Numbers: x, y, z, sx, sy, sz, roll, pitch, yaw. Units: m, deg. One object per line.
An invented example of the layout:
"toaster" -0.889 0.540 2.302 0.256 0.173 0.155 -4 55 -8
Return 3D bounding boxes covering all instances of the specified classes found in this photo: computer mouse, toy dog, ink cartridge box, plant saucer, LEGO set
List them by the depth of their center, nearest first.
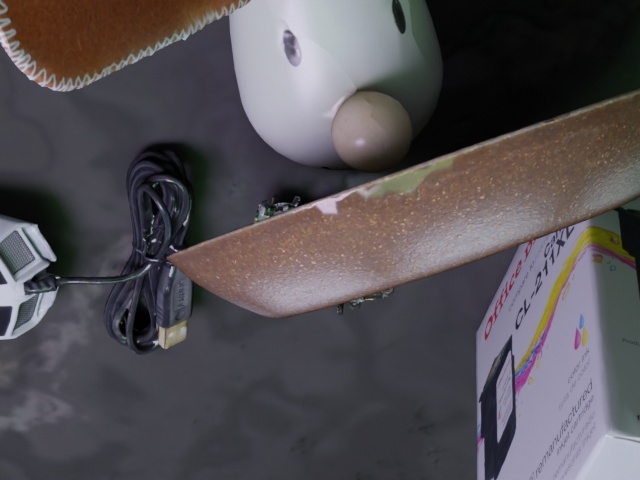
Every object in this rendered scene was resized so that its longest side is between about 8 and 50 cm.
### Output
"toy dog" -0.009 -0.136 0.410 0.220 0.161 0.333 -35 131 14
"plant saucer" 0.045 -0.012 0.549 0.198 0.198 0.036 -18 92 16
"ink cartridge box" 0.114 0.062 0.613 0.072 0.175 0.127 15 129 -7
"computer mouse" -0.150 0.008 0.663 0.193 0.042 0.106 -2 135 -5
"LEGO set" -0.002 0.001 0.668 0.054 0.023 0.083 -10 143 12
